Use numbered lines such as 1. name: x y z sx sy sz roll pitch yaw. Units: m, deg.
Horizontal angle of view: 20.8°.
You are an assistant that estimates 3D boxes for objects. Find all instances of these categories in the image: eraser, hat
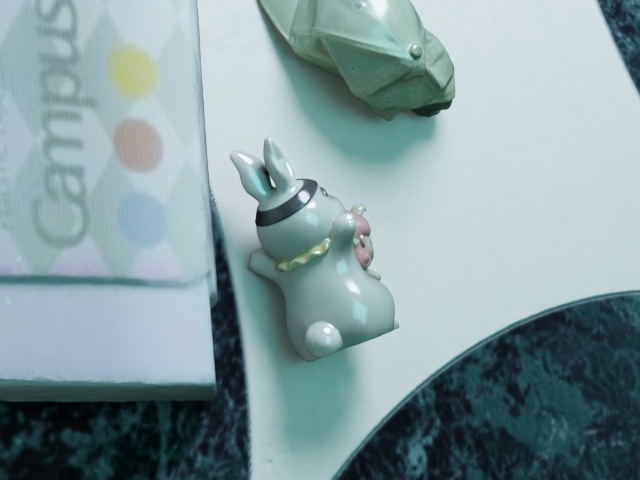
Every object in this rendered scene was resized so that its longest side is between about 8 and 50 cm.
1. eraser: -0.149 -0.103 1.057 0.213 0.082 0.397 3 76 -34
2. hat: 0.032 -0.161 1.211 0.122 0.081 0.166 -23 82 -39

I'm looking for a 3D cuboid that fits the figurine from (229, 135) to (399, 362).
1. figurine: -0.008 0.004 1.149 0.098 0.081 0.146 6 62 -79
